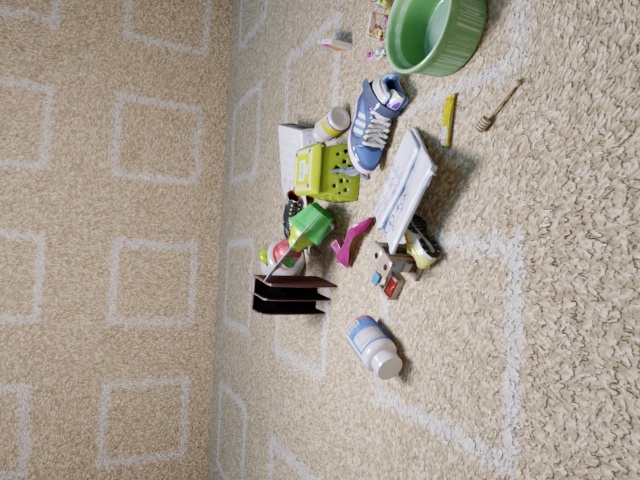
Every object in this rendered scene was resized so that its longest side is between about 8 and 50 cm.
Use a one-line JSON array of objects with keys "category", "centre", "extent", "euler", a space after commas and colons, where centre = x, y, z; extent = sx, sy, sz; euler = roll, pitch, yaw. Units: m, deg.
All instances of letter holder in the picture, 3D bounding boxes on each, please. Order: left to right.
[{"category": "letter holder", "centre": [-0.110, 0.236, 2.010], "extent": [0.214, 0.302, 0.152], "euler": [12, 98, 63]}]

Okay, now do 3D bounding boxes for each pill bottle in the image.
[{"category": "pill bottle", "centre": [0.039, -0.480, 2.026], "extent": [0.184, 0.103, 0.103], "euler": [-22, 67, 61]}, {"category": "pill bottle", "centre": [0.179, 0.359, 1.617], "extent": [0.221, 0.124, 0.124], "euler": [51, 131, 53]}]

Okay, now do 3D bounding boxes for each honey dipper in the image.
[{"category": "honey dipper", "centre": [0.461, -0.348, 1.251], "extent": [0.160, 0.030, 0.030], "euler": [-54, 41, 42]}]

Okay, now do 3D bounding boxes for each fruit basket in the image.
[{"category": "fruit basket", "centre": [-0.085, 0.014, 1.996], "extent": [0.353, 0.165, 0.327], "euler": [-57, -2, 9]}]

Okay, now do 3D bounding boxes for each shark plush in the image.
[{"category": "shark plush", "centre": [0.118, -0.277, 1.808], "extent": [0.067, 0.161, 0.073], "euler": [50, -132, -74]}]

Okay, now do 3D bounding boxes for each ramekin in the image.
[{"category": "ramekin", "centre": [0.335, -0.628, 1.403], "extent": [0.303, 0.148, 0.303], "euler": [-14, 74, 62]}]

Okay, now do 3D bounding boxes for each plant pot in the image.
[{"category": "plant pot", "centre": [0.016, -0.272, 1.933], "extent": [0.227, 0.207, 0.228], "euler": [6, 93, 63]}]

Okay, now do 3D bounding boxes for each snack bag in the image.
[{"category": "snack bag", "centre": [0.252, -0.158, 1.517], "extent": [0.342, 0.037, 0.323], "euler": [-91, 19, -58]}]

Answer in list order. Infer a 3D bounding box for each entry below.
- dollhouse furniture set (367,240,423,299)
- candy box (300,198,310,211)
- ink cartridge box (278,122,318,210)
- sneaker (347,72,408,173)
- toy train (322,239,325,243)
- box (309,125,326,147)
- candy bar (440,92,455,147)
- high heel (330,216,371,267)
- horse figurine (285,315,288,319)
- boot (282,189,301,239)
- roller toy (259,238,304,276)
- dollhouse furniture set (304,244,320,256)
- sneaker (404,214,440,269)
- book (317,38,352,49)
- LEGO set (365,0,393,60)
[{"category": "dollhouse furniture set", "centre": [0.222, 0.115, 1.554], "extent": [0.129, 0.129, 0.183], "euler": [58, 136, 49]}, {"category": "candy box", "centre": [-0.073, -0.133, 2.289], "extent": [0.206, 0.027, 0.105], "euler": [-121, 39, -49]}, {"category": "ink cartridge box", "centre": [-0.101, -0.352, 2.301], "extent": [0.308, 0.091, 0.385], "euler": [-145, 47, -59]}, {"category": "sneaker", "centre": [0.202, -0.411, 1.659], "extent": [0.236, 0.130, 0.322], "euler": [161, 116, -66]}, {"category": "toy train", "centre": [0.000, 0.000, 2.140], "extent": [0.083, 0.017, 0.023], "euler": [11, 106, 63]}, {"category": "box", "centre": [-0.036, -0.418, 2.259], "extent": [0.164, 0.021, 0.201], "euler": [-67, 32, 33]}, {"category": "candy bar", "centre": [0.377, -0.354, 1.429], "extent": [0.040, 0.018, 0.161], "euler": [-166, 80, -67]}, {"category": "high heel", "centre": [0.136, 0.009, 1.830], "extent": [0.244, 0.082, 0.117], "euler": [-40, 79, 39]}, {"category": "horse figurine", "centre": [-0.134, 0.253, 2.239], "extent": [0.263, 0.066, 0.174], "euler": [102, -170, -60]}, {"category": "boot", "centre": [-0.127, -0.102, 2.252], "extent": [0.178, 0.085, 0.236], "euler": [103, 157, -47]}, {"category": "roller toy", "centre": [-0.183, 0.103, 2.302], "extent": [0.209, 0.191, 0.146], "euler": [48, 143, 0]}, {"category": "dollhouse furniture set", "centre": [-0.056, 0.060, 2.187], "extent": [0.114, 0.091, 0.081], "euler": [-127, 32, -49]}, {"category": "sneaker", "centre": [0.290, 0.001, 1.493], "extent": [0.094, 0.081, 0.208], "euler": [110, 151, -44]}, {"category": "book", "centre": [0.058, -0.829, 2.039], "extent": [0.144, 0.096, 0.035], "euler": [40, 121, 58]}, {"category": "LEGO set", "centre": [0.201, -0.809, 1.739], "extent": [0.132, 0.107, 0.287], "euler": [-13, 75, 62]}]
